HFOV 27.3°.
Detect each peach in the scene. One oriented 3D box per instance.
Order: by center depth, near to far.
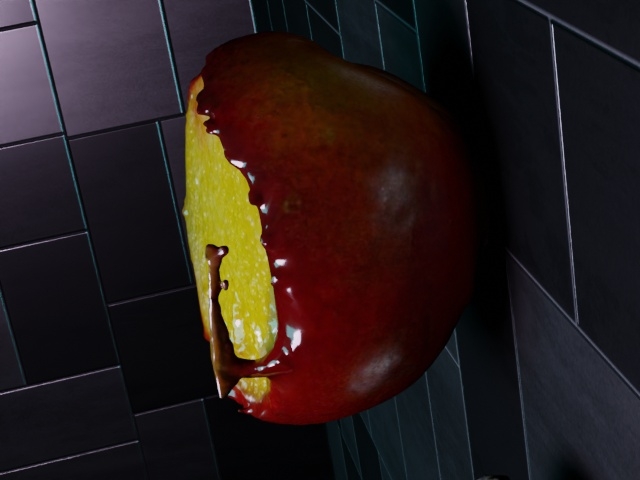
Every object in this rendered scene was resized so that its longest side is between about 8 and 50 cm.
[{"bbox_3d":[0.015,-0.016,1.363,0.335,0.310,0.406,-153,57,-75],"label":"peach"}]

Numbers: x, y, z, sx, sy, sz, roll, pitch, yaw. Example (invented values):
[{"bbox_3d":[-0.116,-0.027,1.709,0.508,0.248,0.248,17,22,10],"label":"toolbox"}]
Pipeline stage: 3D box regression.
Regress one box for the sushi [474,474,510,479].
[{"bbox_3d":[0.169,0.359,1.153,0.211,0.170,0.350,-56,10,15],"label":"sushi"}]
